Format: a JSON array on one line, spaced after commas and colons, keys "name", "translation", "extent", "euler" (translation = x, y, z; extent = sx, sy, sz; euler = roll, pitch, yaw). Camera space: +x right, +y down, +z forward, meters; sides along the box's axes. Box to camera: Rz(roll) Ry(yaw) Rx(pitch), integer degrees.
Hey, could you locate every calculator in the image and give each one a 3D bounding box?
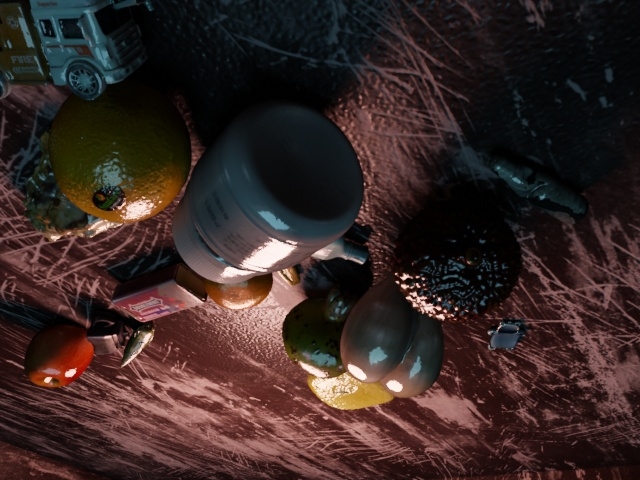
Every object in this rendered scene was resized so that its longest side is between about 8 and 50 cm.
[{"name": "calculator", "translation": [0.478, 0.246, 1.485], "extent": [0.094, 0.019, 0.141], "euler": [2, 142, 6]}]

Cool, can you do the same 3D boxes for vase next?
[{"name": "vase", "translation": [0.378, -0.093, 1.008], "extent": [0.211, 0.060, 0.060], "euler": [24, 140, -22]}]

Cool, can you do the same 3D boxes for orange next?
[{"name": "orange", "translation": [-0.317, -0.142, 0.920], "extent": [0.236, 0.236, 0.236], "euler": [4, 143, 3]}, {"name": "orange", "translation": [-0.183, 0.080, 1.276], "extent": [0.156, 0.124, 0.156], "euler": [-1, 127, -2]}]

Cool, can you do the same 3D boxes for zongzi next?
[{"name": "zongzi", "translation": [-0.514, 0.292, 1.612], "extent": [0.055, 0.119, 0.109], "euler": [34, 138, -13]}]

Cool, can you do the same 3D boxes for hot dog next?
[{"name": "hot dog", "translation": [-0.082, 0.059, 1.309], "extent": [0.044, 0.028, 0.137], "euler": [-28, 141, 1]}]

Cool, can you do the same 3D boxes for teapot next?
[{"name": "teapot", "translation": [-0.586, 0.259, 1.610], "extent": [0.096, 0.087, 0.177], "euler": [3, 144, -3]}]

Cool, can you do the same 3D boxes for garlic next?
[{"name": "garlic", "translation": [0.138, 0.234, 1.302], "extent": [0.232, 0.245, 0.340], "euler": [-3, 146, -17]}]

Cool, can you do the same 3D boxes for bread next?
[{"name": "bread", "translation": [0.093, 0.359, 1.590], "extent": [0.270, 0.148, 0.269], "euler": [2, 140, 2]}]

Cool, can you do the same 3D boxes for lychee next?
[{"name": "lychee", "translation": [0.248, 0.040, 1.079], "extent": [0.236, 0.235, 0.271], "euler": [7, 166, 0]}]

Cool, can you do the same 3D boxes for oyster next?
[{"name": "oyster", "translation": [-0.479, -0.078, 1.125], "extent": [0.201, 0.107, 0.354], "euler": [27, 139, -20]}]

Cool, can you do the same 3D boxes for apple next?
[{"name": "apple", "translation": [-0.753, 0.332, 1.663], "extent": [0.181, 0.168, 0.181], "euler": [0, 141, 0]}]

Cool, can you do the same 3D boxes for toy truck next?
[{"name": "toy truck", "translation": [-0.392, -0.303, 0.789], "extent": [0.338, 0.133, 0.184], "euler": [2, 127, 10]}]

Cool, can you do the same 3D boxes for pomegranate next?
[{"name": "pomegranate", "translation": [0.015, 0.213, 1.382], "extent": [0.202, 0.202, 0.248], "euler": [18, 124, -15]}]

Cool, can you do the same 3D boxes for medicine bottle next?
[{"name": "medicine bottle", "translation": [-0.102, -0.065, 0.965], "extent": [0.245, 0.245, 0.306], "euler": [26, 146, -25]}, {"name": "medicine bottle", "translation": [0.000, 0.000, 1.196], "extent": [0.209, 0.053, 0.090], "euler": [18, 140, -18]}]

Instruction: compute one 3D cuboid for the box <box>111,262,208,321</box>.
[{"name": "box", "translation": [-0.396, 0.132, 1.420], "extent": [0.224, 0.069, 0.120], "euler": [-19, 136, 29]}]
